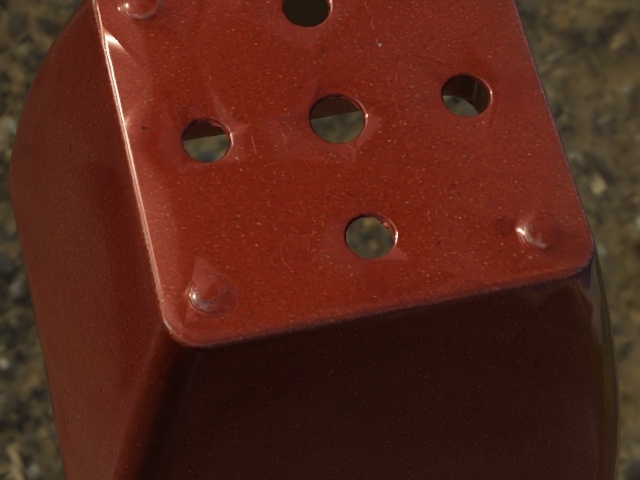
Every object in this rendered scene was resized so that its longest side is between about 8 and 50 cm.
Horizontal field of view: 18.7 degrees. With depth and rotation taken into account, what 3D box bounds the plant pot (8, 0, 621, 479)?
[{"bbox_3d":[0.000,0.000,0.906,0.267,0.235,0.267,-10,65,-10],"label":"plant pot"}]
